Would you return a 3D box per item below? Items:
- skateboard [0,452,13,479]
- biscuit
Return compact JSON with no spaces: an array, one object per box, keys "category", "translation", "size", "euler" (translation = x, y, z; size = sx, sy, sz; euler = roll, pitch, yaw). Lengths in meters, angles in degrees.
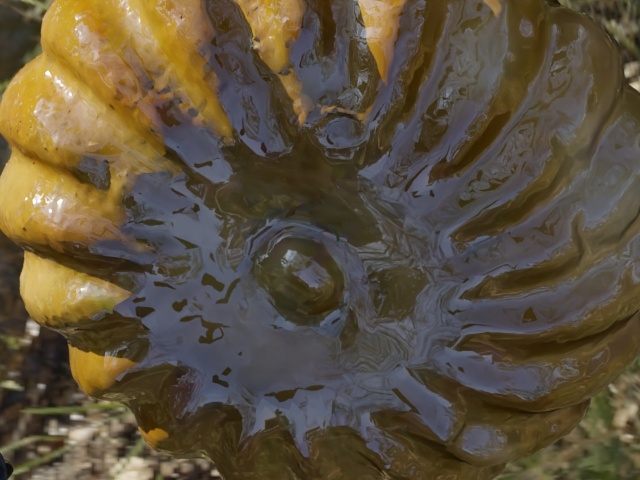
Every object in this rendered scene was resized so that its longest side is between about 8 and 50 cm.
[{"category":"skateboard","translation":[-0.233,0.165,0.890],"size":[0.151,0.080,0.067],"euler":[-47,114,-7]},{"category":"biscuit","translation":[0.000,0.000,0.761],"size":[0.326,0.107,0.325],"euler":[4,122,6]}]
